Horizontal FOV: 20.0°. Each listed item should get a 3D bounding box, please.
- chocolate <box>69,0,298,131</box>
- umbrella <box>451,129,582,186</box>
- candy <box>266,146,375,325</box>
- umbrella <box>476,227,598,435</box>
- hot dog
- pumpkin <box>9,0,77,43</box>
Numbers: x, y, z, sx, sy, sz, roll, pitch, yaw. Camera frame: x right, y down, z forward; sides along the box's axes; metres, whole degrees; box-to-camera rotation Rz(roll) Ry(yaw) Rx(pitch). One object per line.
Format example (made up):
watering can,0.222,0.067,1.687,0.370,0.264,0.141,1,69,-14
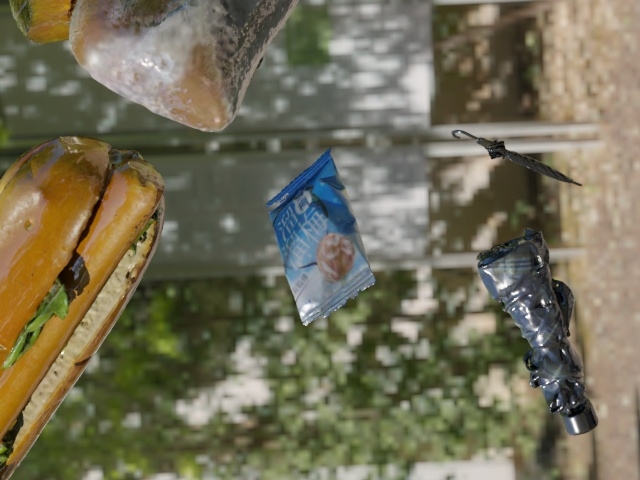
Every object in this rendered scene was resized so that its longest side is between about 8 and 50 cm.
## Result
chocolate,-0.105,-0.262,1.686,0.100,0.185,0.303,111,-176,-63
umbrella,0.194,-0.080,1.761,0.022,0.148,0.022,144,142,-64
candy,-0.001,0.000,1.510,0.038,0.088,0.136,15,-133,-45
umbrella,0.237,0.097,1.893,0.071,0.080,0.224,-79,-34,-76
hot dog,-0.158,0.057,0.906,0.068,0.100,0.249,45,108,37
pumpkin,-0.330,-0.309,2.139,0.248,0.126,0.131,12,-117,-62
